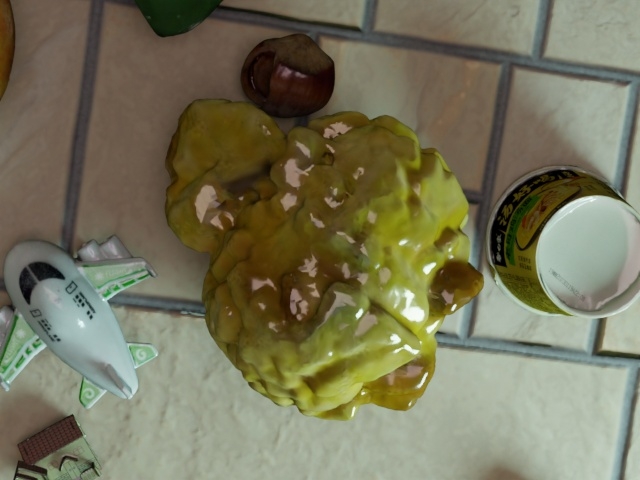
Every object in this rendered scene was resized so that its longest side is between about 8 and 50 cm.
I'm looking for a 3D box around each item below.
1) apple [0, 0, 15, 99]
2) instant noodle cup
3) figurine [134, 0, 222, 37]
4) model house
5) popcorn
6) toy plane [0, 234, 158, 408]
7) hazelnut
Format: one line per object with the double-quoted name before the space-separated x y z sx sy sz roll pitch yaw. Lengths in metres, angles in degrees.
"apple" -0.369 -0.188 1.315 0.235 0.173 0.210 30 91 -12
"instant noodle cup" 0.241 0.006 1.463 0.151 0.122 0.151 -1 95 -7
"figurine" -0.084 -0.303 1.386 0.234 0.127 0.185 -31 92 5
"model house" -0.251 0.207 1.435 0.083 0.057 0.058 -28 104 -4
"popcorn" 0.000 0.000 1.380 0.265 0.225 0.332 -40 89 1
"toy plane" -0.224 0.073 1.414 0.174 0.080 0.174 -1 94 -8
"hazelnut" -0.029 -0.149 1.429 0.086 0.086 0.086 -1 96 -9
